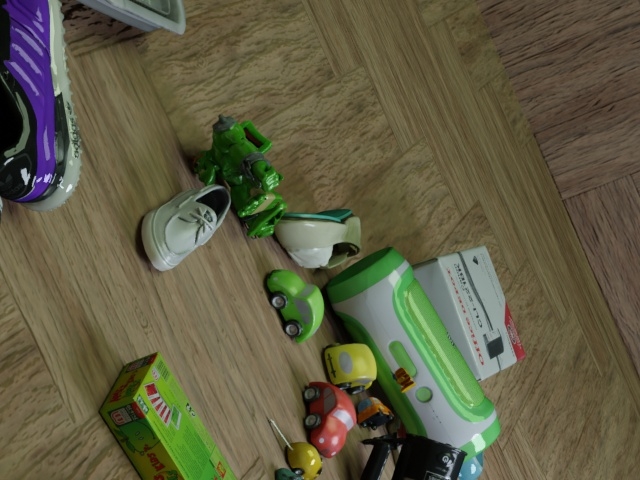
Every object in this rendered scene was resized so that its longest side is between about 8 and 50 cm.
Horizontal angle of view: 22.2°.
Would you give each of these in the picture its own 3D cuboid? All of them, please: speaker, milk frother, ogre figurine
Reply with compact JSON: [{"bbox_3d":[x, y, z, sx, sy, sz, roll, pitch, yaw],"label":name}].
[{"bbox_3d":[0.128,0.161,2.232,0.296,0.131,0.131,59,22,-7],"label":"speaker"},{"bbox_3d":[0.106,0.318,2.111,0.143,0.129,0.135,117,-8,-81],"label":"milk frother"},{"bbox_3d":[-0.092,-0.079,1.983,0.118,0.097,0.197,57,7,15],"label":"ogre figurine"}]

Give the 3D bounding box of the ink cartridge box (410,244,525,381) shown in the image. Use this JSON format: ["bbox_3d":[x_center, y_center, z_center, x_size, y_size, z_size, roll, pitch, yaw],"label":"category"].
[{"bbox_3d":[0.201,0.122,2.496,0.273,0.114,0.197,-10,80,-68],"label":"ink cartridge box"}]

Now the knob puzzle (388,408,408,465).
[{"bbox_3d":[0.153,0.322,2.300,0.213,0.030,0.213,51,26,-38],"label":"knob puzzle"}]

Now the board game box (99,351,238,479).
[{"bbox_3d":[-0.148,0.213,1.646,0.181,0.043,0.092,61,22,-19],"label":"board game box"}]

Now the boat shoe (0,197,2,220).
[{"bbox_3d":[-0.327,-0.039,1.447,0.142,0.049,0.040,37,38,-58],"label":"boat shoe"}]

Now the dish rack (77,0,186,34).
[{"bbox_3d":[-0.259,-0.374,1.848,0.333,0.072,0.285,5,68,-76],"label":"dish rack"}]

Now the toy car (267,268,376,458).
[{"bbox_3d":[0.002,0.133,2.081,0.225,0.053,0.239,63,21,-13],"label":"toy car"}]

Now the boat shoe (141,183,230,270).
[{"bbox_3d":[-0.147,-0.019,1.849,0.066,0.063,0.184,66,20,-7],"label":"boat shoe"}]

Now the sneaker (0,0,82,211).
[{"bbox_3d":[-0.314,-0.177,1.538,0.146,0.102,0.293,12,59,-65],"label":"sneaker"}]

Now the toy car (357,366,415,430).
[{"bbox_3d":[0.092,0.206,2.163,0.060,0.122,0.040,3,51,-48],"label":"toy car"}]

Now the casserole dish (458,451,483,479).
[{"bbox_3d":[0.208,0.291,2.414,0.114,0.037,0.188,62,12,-9],"label":"casserole dish"}]

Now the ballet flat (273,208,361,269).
[{"bbox_3d":[0.000,0.000,2.185,0.248,0.086,0.086,-6,75,-70],"label":"ballet flat"}]

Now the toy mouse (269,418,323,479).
[{"bbox_3d":[-0.010,0.305,1.912,0.161,0.031,0.143,53,26,-36],"label":"toy mouse"}]
